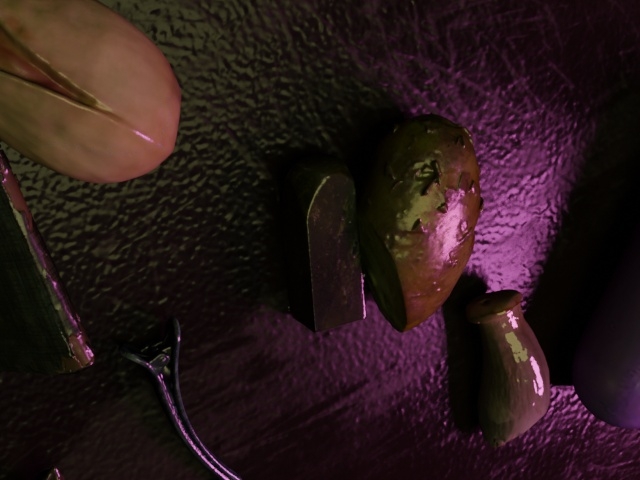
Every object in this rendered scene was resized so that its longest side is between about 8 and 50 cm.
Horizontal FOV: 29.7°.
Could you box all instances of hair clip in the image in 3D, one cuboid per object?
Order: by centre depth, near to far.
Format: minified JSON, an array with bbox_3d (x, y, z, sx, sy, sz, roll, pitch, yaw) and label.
[{"bbox_3d":[-0.174,0.227,1.572,0.083,0.048,0.275,-31,122,-17],"label":"hair clip"}]

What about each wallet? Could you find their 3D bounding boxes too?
[{"bbox_3d":[-0.371,0.013,1.338,0.044,0.169,0.317,-50,129,-48],"label":"wallet"}]

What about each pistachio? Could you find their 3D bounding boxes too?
[{"bbox_3d":[-0.287,-0.177,1.302,0.299,0.187,0.187,31,90,-26],"label":"pistachio"}]

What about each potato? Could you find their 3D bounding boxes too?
[{"bbox_3d":[0.125,-0.019,1.581,0.176,0.141,0.298,-3,106,-23],"label":"potato"}]

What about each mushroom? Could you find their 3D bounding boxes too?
[{"bbox_3d":[0.275,0.184,1.748,0.096,0.108,0.247,-49,134,-54],"label":"mushroom"}]

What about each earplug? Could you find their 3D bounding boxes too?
[{"bbox_3d":[0.527,0.068,1.782,0.215,0.215,0.455,25,98,-30],"label":"earplug"}]

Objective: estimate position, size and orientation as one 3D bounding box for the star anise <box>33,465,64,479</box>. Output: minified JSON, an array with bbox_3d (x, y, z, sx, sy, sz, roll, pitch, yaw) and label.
[{"bbox_3d":[-0.345,0.425,1.504,0.198,0.110,0.257,-27,102,11],"label":"star anise"}]

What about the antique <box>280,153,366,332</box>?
[{"bbox_3d":[0.000,0.000,1.561,0.080,0.081,0.220,-15,111,-24],"label":"antique"}]
